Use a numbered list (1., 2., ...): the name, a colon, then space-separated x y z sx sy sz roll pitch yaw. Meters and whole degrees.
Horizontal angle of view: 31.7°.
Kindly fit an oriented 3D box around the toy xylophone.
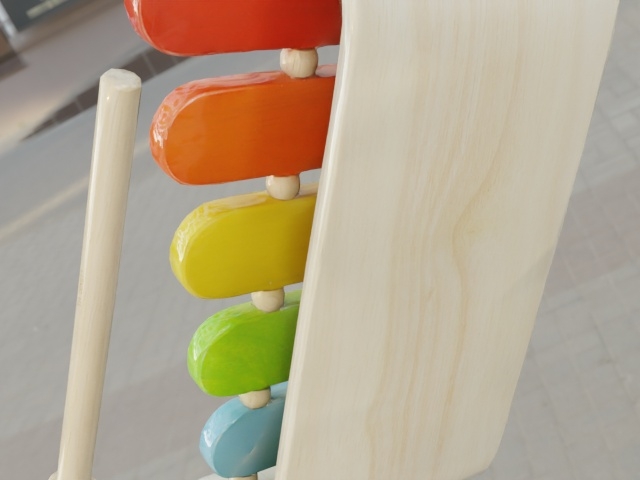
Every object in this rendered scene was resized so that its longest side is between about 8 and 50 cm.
1. toy xylophone: 0.000 0.000 0.429 0.236 0.323 0.081 -3 31 -36
